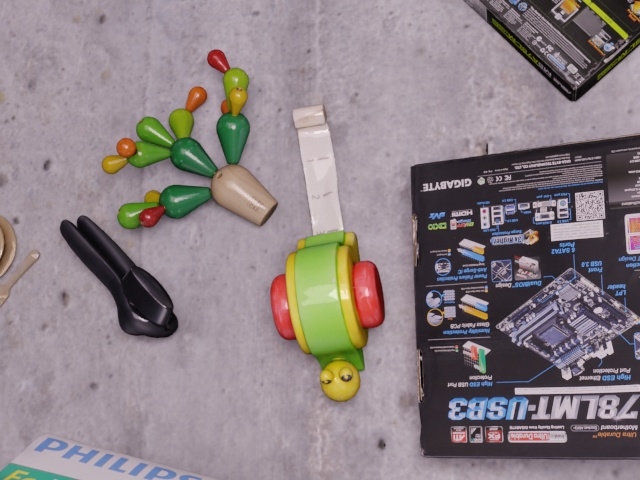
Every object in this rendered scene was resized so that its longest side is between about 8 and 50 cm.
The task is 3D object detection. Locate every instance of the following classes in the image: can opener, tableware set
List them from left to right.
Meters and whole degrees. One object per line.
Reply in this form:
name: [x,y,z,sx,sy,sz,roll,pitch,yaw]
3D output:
tableware set: [-0.427,0.047,1.197,0.128,0.039,0.194,38,86,17]
can opener: [-0.218,0.036,1.154,0.186,0.059,0.073,44,115,27]

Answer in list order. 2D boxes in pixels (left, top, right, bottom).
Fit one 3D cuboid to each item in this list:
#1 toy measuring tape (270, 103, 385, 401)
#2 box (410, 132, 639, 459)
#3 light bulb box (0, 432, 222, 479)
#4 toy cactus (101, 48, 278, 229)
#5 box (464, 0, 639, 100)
toy measuring tape: [0.000,0.000,1.087,0.121,0.121,0.330,-9,75,9]
box: [0.233,0.058,0.996,0.295,0.073,0.294,-6,82,28]
light bulb box: [-0.144,0.405,0.890,0.357,0.225,0.361,12,108,13]
toy cactus: [-0.125,-0.087,1.148,0.180,0.112,0.219,36,77,7]
box: [0.275,-0.276,1.136,0.184,0.045,0.191,-42,72,-3]
